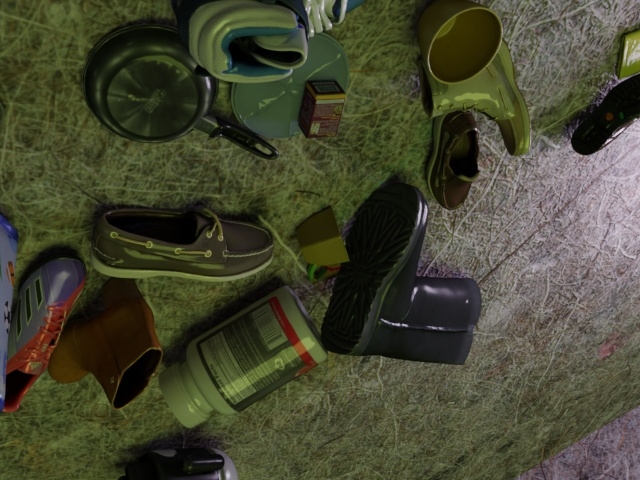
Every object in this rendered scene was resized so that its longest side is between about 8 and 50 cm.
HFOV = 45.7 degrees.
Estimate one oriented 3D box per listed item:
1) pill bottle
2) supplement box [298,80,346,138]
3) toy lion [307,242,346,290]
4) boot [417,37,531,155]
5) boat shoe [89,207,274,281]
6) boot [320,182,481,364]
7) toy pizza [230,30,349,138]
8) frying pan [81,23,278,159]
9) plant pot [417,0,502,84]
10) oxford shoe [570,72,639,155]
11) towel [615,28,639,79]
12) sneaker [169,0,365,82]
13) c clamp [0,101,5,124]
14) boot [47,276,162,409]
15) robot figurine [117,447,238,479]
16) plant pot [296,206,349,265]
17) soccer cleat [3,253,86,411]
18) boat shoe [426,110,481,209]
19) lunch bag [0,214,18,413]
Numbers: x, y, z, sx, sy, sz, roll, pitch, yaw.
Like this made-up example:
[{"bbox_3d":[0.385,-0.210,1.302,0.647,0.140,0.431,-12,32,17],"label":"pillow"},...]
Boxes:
[{"bbox_3d":[-0.159,0.242,1.534,0.318,0.176,0.176,-31,140,1],"label":"pill bottle"},{"bbox_3d":[0.002,-0.210,1.218,0.054,0.043,0.083,-8,135,-25],"label":"supplement box"},{"bbox_3d":[0.020,0.047,1.555,0.100,0.034,0.096,-22,132,-9],"label":"toy lion"},{"bbox_3d":[0.264,-0.231,1.312,0.165,0.077,0.213,-19,95,-10],"label":"boot"},{"bbox_3d":[-0.223,-0.002,1.297,0.324,0.117,0.097,1,134,-24],"label":"boat shoe"},{"bbox_3d":[0.226,0.091,1.619,0.445,0.146,0.367,14,104,-46],"label":"boot"},{"bbox_3d":[-0.049,-0.249,1.207,0.201,0.032,0.201,-17,140,-15],"label":"toy pizza"},{"bbox_3d":[-0.217,-0.179,1.146,0.197,0.053,0.326,-27,133,9],"label":"frying pan"},{"bbox_3d":[0.210,-0.335,1.223,0.134,0.095,0.134,-16,138,-15],"label":"plant pot"},{"bbox_3d":[0.611,-0.263,1.556,0.227,0.083,0.096,-40,166,19],"label":"oxford shoe"},{"bbox_3d":[0.693,-0.400,1.503,0.237,0.021,0.102,-21,134,-9],"label":"towel"},{"bbox_3d":[-0.028,-0.294,1.014,0.322,0.236,0.130,-13,137,-18],"label":"sneaker"},{"bbox_3d":[-0.519,-0.163,1.025,0.160,0.022,0.137,-33,140,4],"label":"c clamp"},{"bbox_3d":[-0.390,0.221,1.349,0.104,0.211,0.295,19,121,-41],"label":"boot"},{"bbox_3d":[-0.327,0.577,1.777,0.278,0.174,0.209,8,171,-36],"label":"robot figurine"},{"bbox_3d":[0.000,0.000,1.458,0.083,0.081,0.082,-18,140,2],"label":"plant pot"},{"bbox_3d":[-0.484,0.159,1.302,0.108,0.116,0.318,16,122,-40],"label":"soccer cleat"},{"bbox_3d":[0.260,-0.139,1.452,0.095,0.095,0.258,-23,139,-8],"label":"boat shoe"},{"bbox_3d":[-0.570,0.018,0.939,0.238,0.328,0.386,-17,141,-1],"label":"lunch bag"}]
